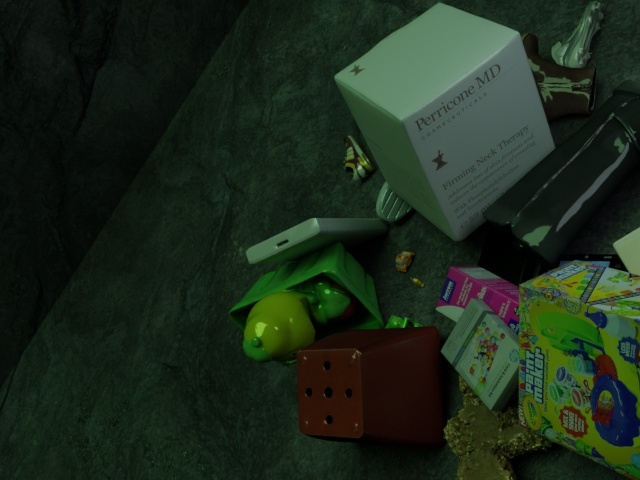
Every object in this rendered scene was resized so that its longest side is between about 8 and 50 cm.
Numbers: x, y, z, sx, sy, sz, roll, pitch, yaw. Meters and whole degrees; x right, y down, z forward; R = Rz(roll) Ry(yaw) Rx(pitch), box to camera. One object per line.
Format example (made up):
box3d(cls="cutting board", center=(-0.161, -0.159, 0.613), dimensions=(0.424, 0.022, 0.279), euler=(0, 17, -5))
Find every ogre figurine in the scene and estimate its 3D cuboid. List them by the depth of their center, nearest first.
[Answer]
box3d(cls="ogre figurine", center=(0.210, 0.247, 1.755), dimensions=(0.197, 0.097, 0.118), euler=(8, 79, 60))

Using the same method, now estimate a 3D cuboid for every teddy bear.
box3d(cls="teddy bear", center=(0.357, 0.387, 1.509), dimensions=(0.245, 0.113, 0.338), euler=(-26, 38, 20))

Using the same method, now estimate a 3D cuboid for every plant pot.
box3d(cls="plant pot", center=(0.093, 0.326, 1.631), dimensions=(0.267, 0.236, 0.267), euler=(-9, 78, 41))

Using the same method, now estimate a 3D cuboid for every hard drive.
box3d(cls="hard drive", center=(0.000, 0.000, 1.968), dimensions=(0.233, 0.353, 0.047), euler=(-25, 78, 31))

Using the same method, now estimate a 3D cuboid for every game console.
box3d(cls="game console", center=(0.506, 0.061, 1.635), dimensions=(0.361, 0.044, 0.213), euler=(0, 63, 45))

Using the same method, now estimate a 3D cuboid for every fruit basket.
box3d(cls="fruit basket", center=(-0.056, 0.209, 1.896), dimensions=(0.392, 0.283, 0.392), euler=(-32, 28, 20))

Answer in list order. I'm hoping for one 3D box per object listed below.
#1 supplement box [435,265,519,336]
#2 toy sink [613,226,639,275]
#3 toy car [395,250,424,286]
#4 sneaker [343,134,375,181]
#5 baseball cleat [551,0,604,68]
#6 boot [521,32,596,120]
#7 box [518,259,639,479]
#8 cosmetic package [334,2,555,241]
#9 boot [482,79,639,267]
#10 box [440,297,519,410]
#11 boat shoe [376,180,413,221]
box3d(cls="supplement box", center=(0.376, 0.148, 1.596), dimensions=(0.220, 0.114, 0.111), euler=(31, 111, 44))
box3d(cls="toy sink", center=(0.664, 0.093, 1.364), dimensions=(0.131, 0.153, 0.234), euler=(-36, 43, 21))
box3d(cls="toy car", center=(0.234, 0.065, 1.909), dimensions=(0.060, 0.040, 0.122), euler=(-51, 38, 2))
box3d(cls="sneaker", center=(0.096, -0.252, 2.265), dimensions=(0.084, 0.069, 0.185), euler=(-39, 39, 9))
box3d(cls="baseball cleat", center=(0.655, -0.526, 1.904), dimensions=(0.109, 0.072, 0.206), euler=(5, 65, 47))
box3d(cls="boot", center=(0.592, -0.417, 1.861), dimensions=(0.207, 0.090, 0.248), euler=(-1, 77, 39))
box3d(cls="box", center=(0.511, 0.219, 1.291), dimensions=(0.279, 0.177, 0.290), euler=(18, 118, 51))
box3d(cls="cosmetic package", center=(0.302, -0.283, 1.762), dimensions=(0.329, 0.393, 0.327), euler=(-36, 39, -4))
box3d(cls="boot", center=(0.603, -0.122, 1.546), dimensions=(0.445, 0.146, 0.367), euler=(-41, 26, -2))
box3d(cls="box", center=(0.336, 0.229, 1.500), dimensions=(0.186, 0.038, 0.145), euler=(51, 124, 47))
box3d(cls="boat shoe", center=(0.246, -0.180, 2.053), dimensions=(0.302, 0.109, 0.094), euler=(-57, 14, -10))
